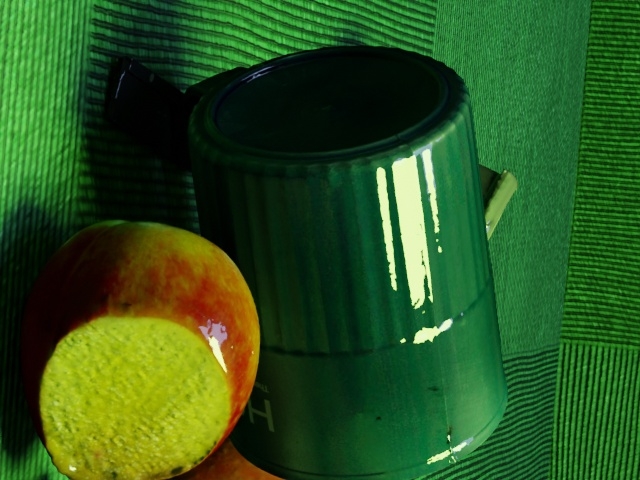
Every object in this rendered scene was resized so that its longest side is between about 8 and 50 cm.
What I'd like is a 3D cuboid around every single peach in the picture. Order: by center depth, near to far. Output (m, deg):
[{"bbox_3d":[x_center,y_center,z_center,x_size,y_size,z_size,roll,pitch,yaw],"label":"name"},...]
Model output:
[{"bbox_3d":[-0.139,0.086,1.446,0.190,0.190,0.192,56,40,-62],"label":"peach"}]

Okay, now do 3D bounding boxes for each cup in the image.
[{"bbox_3d":[0.018,-0.001,1.597,0.308,0.242,0.292,-99,-179,-59],"label":"cup"}]

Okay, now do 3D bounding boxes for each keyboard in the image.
[{"bbox_3d":[-0.138,-0.107,1.653,0.195,0.018,0.060,32,72,-69],"label":"keyboard"}]

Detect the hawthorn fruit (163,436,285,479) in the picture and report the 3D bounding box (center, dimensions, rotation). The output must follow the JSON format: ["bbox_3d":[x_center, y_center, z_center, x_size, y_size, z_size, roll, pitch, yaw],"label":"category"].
[{"bbox_3d":[-0.052,0.248,1.679,0.196,0.225,0.197,6,90,-79],"label":"hawthorn fruit"}]

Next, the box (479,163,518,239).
[{"bbox_3d":[0.062,0.014,1.919,0.138,0.178,0.274,-55,172,-53],"label":"box"}]
